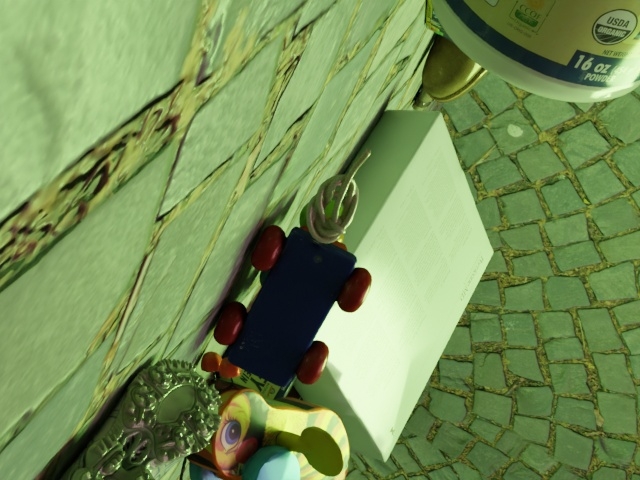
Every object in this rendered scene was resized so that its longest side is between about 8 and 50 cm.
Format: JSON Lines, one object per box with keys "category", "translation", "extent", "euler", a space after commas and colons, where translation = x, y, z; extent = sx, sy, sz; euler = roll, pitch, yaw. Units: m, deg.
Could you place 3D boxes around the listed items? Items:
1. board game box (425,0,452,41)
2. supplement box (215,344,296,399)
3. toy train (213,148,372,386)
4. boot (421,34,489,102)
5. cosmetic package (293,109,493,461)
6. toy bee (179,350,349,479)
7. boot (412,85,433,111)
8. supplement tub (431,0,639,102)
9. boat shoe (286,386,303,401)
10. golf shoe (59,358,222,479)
{"category": "board game box", "translation": [0.174, -0.308, 1.037], "extent": [0.141, 0.048, 0.170], "euler": [-61, 175, 4]}
{"category": "supplement box", "translation": [-0.074, 0.157, 1.079], "extent": [0.056, 0.083, 0.083], "euler": [-58, 176, -20]}
{"category": "toy train", "translation": [0.000, 0.000, 0.841], "extent": [0.248, 0.105, 0.143], "euler": [-62, -175, 26]}
{"category": "boot", "translation": [0.216, -0.329, 1.276], "extent": [0.115, 0.112, 0.305], "euler": [-2, 133, -49]}
{"category": "cosmetic package", "translation": [0.088, 0.055, 1.226], "extent": [0.377, 0.097, 0.284], "euler": [-57, 135, -30]}
{"category": "toy bee", "translation": [-0.068, 0.189, 0.897], "extent": [0.298, 0.195, 0.162], "euler": [-9, 106, -71]}
{"category": "boot", "translation": [0.192, -0.263, 1.614], "extent": [0.087, 0.042, 0.118], "euler": [-53, 171, 20]}
{"category": "supplement tub", "translation": [0.243, -0.293, 0.740], "extent": [0.228, 0.228, 0.316], "euler": [-56, 174, -41]}
{"category": "boat shoe", "translation": [-0.044, 0.149, 1.266], "extent": [0.324, 0.122, 0.120], "euler": [-62, 171, -59]}
{"category": "golf shoe", "translation": [-0.131, 0.142, 0.612], "extent": [0.086, 0.069, 0.176], "euler": [-39, -177, 29]}
